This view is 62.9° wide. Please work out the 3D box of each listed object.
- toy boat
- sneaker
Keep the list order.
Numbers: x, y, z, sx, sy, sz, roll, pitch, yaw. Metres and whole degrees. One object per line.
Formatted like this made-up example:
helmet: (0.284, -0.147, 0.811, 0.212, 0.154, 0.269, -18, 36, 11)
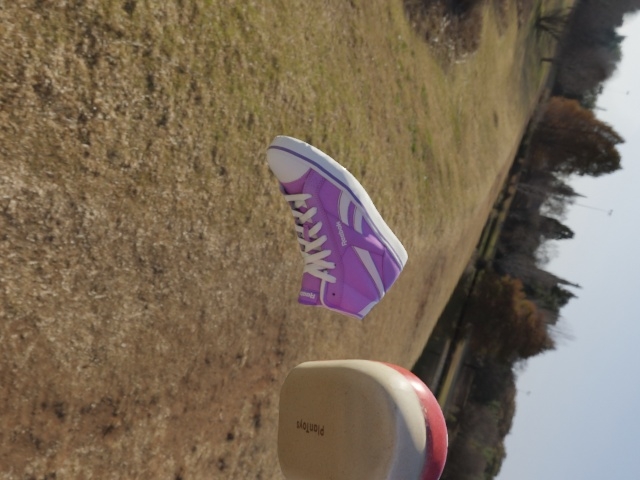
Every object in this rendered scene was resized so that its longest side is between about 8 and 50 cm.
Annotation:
toy boat: (0.058, 0.214, 0.593, 0.151, 0.231, 0.151, 10, 74, -30)
sneaker: (0.001, 0.000, 0.717, 0.282, 0.102, 0.161, 47, 70, -24)
